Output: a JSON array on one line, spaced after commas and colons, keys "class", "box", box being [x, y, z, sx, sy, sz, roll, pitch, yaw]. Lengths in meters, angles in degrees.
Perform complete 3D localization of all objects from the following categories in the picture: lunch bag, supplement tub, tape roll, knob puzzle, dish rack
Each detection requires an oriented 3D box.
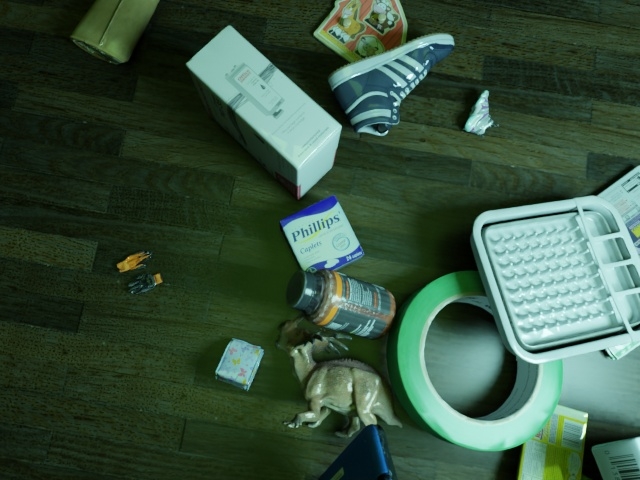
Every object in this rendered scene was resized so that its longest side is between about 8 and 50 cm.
[{"class": "lunch bag", "box": [-0.156, 0.239, 0.904, 0.071, 0.053, 0.083, 19, 56, 2]}, {"class": "supplement tub", "box": [0.037, 0.115, 0.865, 0.197, 0.106, 0.106, 21, 80, -27]}, {"class": "tape roll", "box": [0.288, 0.220, 0.877, 0.321, 0.077, 0.321, 2, 72, -8]}, {"class": "knob puzzle", "box": [0.110, -0.482, 1.034, 0.213, 0.030, 0.213, 0, 81, -1]}, {"class": "dish rack", "box": [0.448, 0.069, 0.876, 0.332, 0.072, 0.286, -8, 73, -15]}]

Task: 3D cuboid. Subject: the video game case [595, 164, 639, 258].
[{"class": "video game case", "box": [0.655, -0.033, 0.974, 0.201, 0.023, 0.183, -34, 77, -7]}]

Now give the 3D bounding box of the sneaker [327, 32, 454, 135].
[{"class": "sneaker", "box": [0.170, -0.320, 0.975, 0.282, 0.099, 0.153, -22, 89, -7]}]

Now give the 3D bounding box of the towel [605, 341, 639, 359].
[{"class": "towel", "box": [0.600, 0.153, 0.955, 0.113, 0.023, 0.152, -30, 81, -8]}]

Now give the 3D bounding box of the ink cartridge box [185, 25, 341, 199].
[{"class": "ink cartridge box", "box": [-0.105, -0.236, 0.901, 0.283, 0.207, 0.117, 43, 81, 6]}]

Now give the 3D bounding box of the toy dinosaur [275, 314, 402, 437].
[{"class": "toy dinosaur", "box": [0.044, 0.266, 0.875, 0.295, 0.127, 0.200, 19, 74, -4]}]

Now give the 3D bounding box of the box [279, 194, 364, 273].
[{"class": "box", "box": [0.000, 0.000, 0.935, 0.126, 0.072, 0.137, -26, 82, -6]}]

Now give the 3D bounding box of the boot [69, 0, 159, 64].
[{"class": "boot", "box": [-0.371, -0.496, 1.001, 0.236, 0.089, 0.270, 24, 81, 13]}]

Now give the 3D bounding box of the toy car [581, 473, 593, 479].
[{"class": "toy car", "box": [0.546, 0.547, 0.835, 0.188, 0.155, 0.149, 38, 82, -8]}]

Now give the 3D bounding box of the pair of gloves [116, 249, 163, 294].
[{"class": "pair of gloves", "box": [-0.368, 0.065, 0.947, 0.074, 0.010, 0.083, -26, 85, -6]}]

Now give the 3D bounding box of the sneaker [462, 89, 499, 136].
[{"class": "sneaker", "box": [0.359, -0.270, 1.006, 0.069, 0.038, 0.098, 27, 91, 1]}]

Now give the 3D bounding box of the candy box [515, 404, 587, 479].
[{"class": "candy box", "box": [0.431, 0.412, 0.871, 0.105, 0.027, 0.206, 12, 67, 20]}]

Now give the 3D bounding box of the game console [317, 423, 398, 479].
[{"class": "game console", "box": [0.115, 0.485, 0.755, 0.173, 0.293, 0.250, 14, 36, -22]}]

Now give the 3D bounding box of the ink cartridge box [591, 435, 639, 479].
[{"class": "ink cartridge box", "box": [0.651, 0.472, 0.750, 0.384, 0.091, 0.308, 5, 58, -26]}]
